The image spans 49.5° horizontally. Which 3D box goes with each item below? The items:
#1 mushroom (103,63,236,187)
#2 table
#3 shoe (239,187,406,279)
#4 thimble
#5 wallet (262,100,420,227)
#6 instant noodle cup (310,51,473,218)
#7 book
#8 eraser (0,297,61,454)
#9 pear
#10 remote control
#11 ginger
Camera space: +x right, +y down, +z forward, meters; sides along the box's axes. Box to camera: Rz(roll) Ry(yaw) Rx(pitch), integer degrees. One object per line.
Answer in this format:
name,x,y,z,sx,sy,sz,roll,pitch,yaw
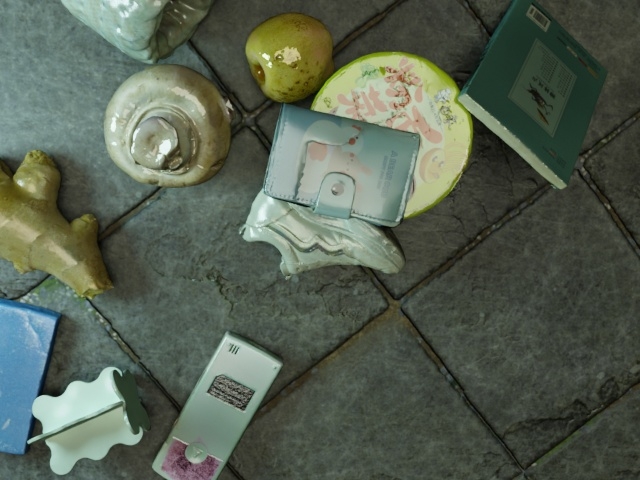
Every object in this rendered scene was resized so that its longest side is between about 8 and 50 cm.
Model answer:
mushroom,-0.282,-0.213,1.314,0.254,0.184,0.255,2,108,6
table,-0.470,0.361,1.398,0.198,0.166,0.167,-23,99,-2
shoe,0.000,0.000,1.414,0.342,0.132,0.210,33,106,-12
thimble,-0.301,-0.473,1.228,0.195,0.291,0.291,38,93,-5
wallet,0.037,-0.126,1.197,0.250,0.075,0.176,12,91,-7
instant noodle cup,0.111,-0.195,1.340,0.311,0.221,0.311,-1,97,-5
book,0.424,-0.301,1.339,0.264,0.031,0.379,40,55,-9
eraser,-0.641,0.282,1.428,0.144,0.042,0.312,15,96,-7
pear,-0.054,-0.356,1.343,0.178,0.178,0.178,-1,98,-5
remote control,-0.220,0.369,1.475,0.145,0.050,0.344,30,95,-8
ginger,-0.568,-0.040,1.375,0.375,0.166,0.236,28,58,-27
